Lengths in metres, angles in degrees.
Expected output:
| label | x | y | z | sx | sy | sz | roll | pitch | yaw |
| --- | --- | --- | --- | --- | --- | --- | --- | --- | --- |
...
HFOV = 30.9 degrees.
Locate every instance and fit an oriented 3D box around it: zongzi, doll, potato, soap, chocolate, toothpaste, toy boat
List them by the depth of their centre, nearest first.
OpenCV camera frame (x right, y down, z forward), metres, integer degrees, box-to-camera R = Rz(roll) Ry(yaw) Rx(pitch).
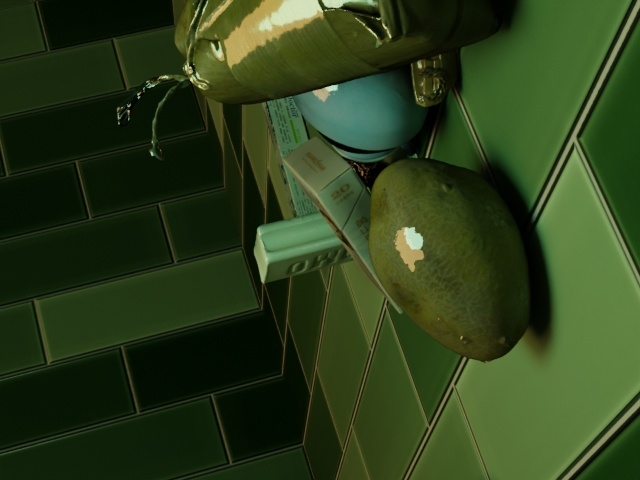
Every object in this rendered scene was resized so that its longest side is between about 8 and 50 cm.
| label | x | y | z | sx | sy | sz | roll | pitch | yaw |
| --- | --- | --- | --- | --- | --- | --- | --- | --- | --- |
| zongzi | -0.054 | -0.324 | 1.212 | 0.447 | 0.181 | 0.418 | -11 | 90 | 40 |
| potato | 0.139 | 0.018 | 1.232 | 0.235 | 0.160 | 0.178 | 63 | -165 | -3 |
| toy boat | 0.104 | -0.248 | 1.265 | 0.064 | 0.072 | 0.206 | -135 | 31 | -67 |
| doll | 0.050 | -0.176 | 1.425 | 0.177 | 0.141 | 0.314 | 30 | 176 | 8 |
| chocolate | 0.080 | -0.089 | 1.682 | 0.147 | 0.070 | 0.072 | -143 | 49 | -58 |
| soap | 0.000 | 0.000 | 1.797 | 0.119 | 0.198 | 0.067 | 109 | 144 | -71 |
| toothpaste | -0.039 | -0.119 | 2.214 | 0.081 | 0.067 | 0.337 | 131 | 125 | -78 |

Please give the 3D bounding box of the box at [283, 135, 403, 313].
| label | x | y | z | sx | sy | sz | roll | pitch | yaw |
| --- | --- | --- | --- | --- | --- | --- | --- | --- | --- |
| box | 0.052 | -0.023 | 1.610 | 0.233 | 0.067 | 0.149 | 54 | 175 | -28 |
